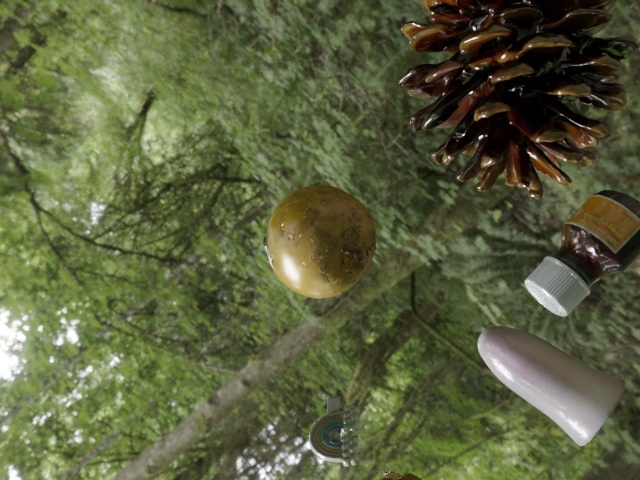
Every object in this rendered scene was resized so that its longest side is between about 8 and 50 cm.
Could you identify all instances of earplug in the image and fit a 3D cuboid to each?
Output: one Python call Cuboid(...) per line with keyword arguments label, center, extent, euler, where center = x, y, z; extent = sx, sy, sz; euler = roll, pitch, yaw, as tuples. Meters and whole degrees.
Cuboid(label="earplug", center=(0.490, 0.293, 1.406), extent=(0.301, 0.172, 0.172), euler=(34, 180, 16))

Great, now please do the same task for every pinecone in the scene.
Cuboid(label="pinecone", center=(0.211, -0.172, 0.692), extent=(0.264, 0.264, 0.264), euler=(41, -178, -2))

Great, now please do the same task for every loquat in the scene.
Cuboid(label="loquat", center=(0.000, 0.000, 1.280), extent=(0.235, 0.235, 0.235), euler=(41, -178, -2))

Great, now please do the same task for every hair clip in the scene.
Cuboid(label="hair clip", center=(0.040, 0.519, 1.713), extent=(0.220, 0.140, 0.054), euler=(-83, -18, -54))

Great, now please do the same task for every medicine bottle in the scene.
Cuboid(label="medicine bottle", center=(0.826, 0.046, 1.956), extent=(0.242, 0.395, 0.242), euler=(45, 173, 7))

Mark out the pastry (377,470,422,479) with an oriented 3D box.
Cuboid(label="pastry", center=(0.159, 0.672, 1.532), extent=(0.257, 0.236, 0.121), euler=(-10, 112, 57))
